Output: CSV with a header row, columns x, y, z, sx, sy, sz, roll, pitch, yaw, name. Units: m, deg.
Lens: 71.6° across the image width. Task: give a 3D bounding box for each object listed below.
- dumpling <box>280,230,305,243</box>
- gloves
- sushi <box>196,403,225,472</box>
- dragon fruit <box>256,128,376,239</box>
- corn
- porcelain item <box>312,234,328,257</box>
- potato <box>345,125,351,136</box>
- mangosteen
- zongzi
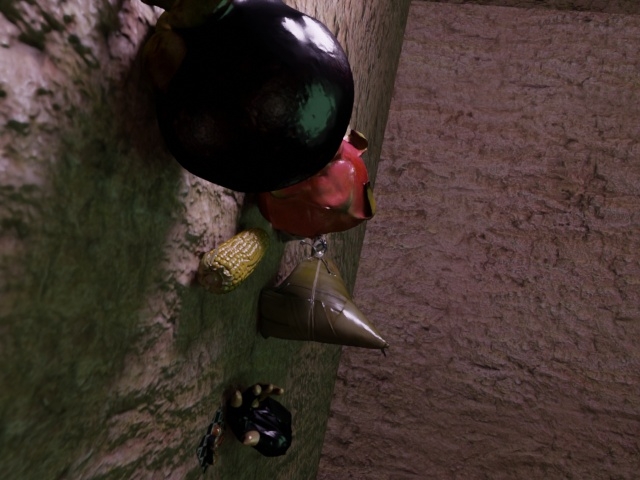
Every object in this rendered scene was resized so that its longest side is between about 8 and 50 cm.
x,y,z,sx,sy,sz,roll,pitch,yaw,name
-0.068,-0.071,1.289,0.199,0.118,0.136,-61,-178,47,dumpling
-0.169,0.491,1.220,0.197,0.152,0.301,-97,179,-50,gloves
-0.258,0.497,1.107,0.126,0.026,0.120,-65,160,-49,sushi
-0.013,-0.166,1.051,0.305,0.305,0.226,-59,154,-57,dragon fruit
-0.175,0.035,0.949,0.091,0.091,0.260,-46,-178,24,corn
0.000,0.000,1.764,0.084,0.054,0.213,-12,113,-74,porcelain item
-0.016,-0.324,1.295,0.182,0.117,0.202,45,45,-22,potato
-0.094,-0.228,0.649,0.297,0.297,0.313,-31,120,-73,mangosteen
0.060,0.167,1.395,0.447,0.418,0.181,-49,144,-55,zongzi
